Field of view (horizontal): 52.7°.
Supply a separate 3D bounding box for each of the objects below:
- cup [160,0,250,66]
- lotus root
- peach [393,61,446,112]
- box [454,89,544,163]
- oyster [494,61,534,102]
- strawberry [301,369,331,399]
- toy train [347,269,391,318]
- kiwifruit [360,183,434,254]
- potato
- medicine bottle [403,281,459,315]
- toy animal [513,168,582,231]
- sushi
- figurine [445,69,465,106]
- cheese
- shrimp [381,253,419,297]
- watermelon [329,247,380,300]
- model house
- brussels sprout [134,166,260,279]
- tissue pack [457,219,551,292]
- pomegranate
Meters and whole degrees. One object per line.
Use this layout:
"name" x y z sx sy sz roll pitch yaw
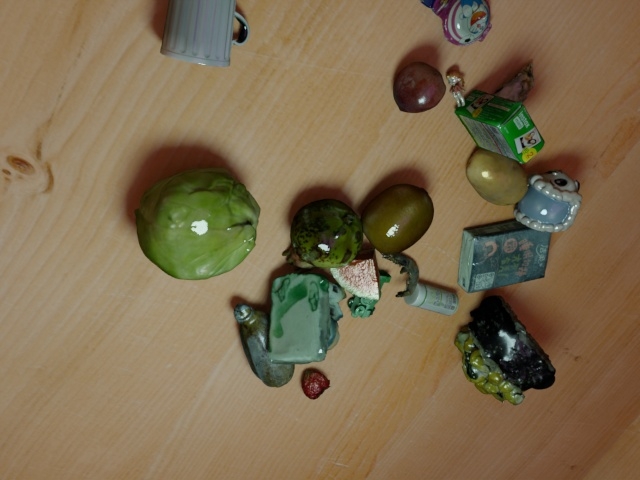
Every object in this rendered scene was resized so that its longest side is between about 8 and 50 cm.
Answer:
"cup" -0.277 -0.534 1.552 0.167 0.221 0.202 16 110 8
"lotus root" -0.172 0.315 2.021 0.140 0.158 0.322 -27 116 -19
"peach" 0.278 -0.419 1.828 0.152 0.152 0.152 -9 119 -17
"box" 0.524 -0.335 1.899 0.103 0.250 0.180 -46 123 -2
"oyster" 0.596 -0.467 1.981 0.122 0.045 0.146 -11 127 -20
"strawberry" -0.023 0.491 2.212 0.106 0.106 0.106 -9 119 -17
"toy train" 0.157 0.176 2.132 0.105 0.071 0.178 6 113 -36
"kiwifruit" 0.237 -0.071 1.961 0.234 0.196 0.196 -42 124 -2
"potato" 0.569 -0.206 2.062 0.234 0.146 0.150 36 67 -32
"medicine bottle" 0.383 0.201 2.223 0.183 0.086 0.086 18 108 -28
"toy animal" 0.736 -0.136 2.123 0.156 0.208 0.204 6 116 -17
"sushi" 0.615 0.393 2.285 0.285 0.328 0.329 -37 126 12
"figurine" 0.403 -0.450 1.907 0.047 0.064 0.109 -33 112 -31
"cheese" 0.384 -0.635 1.798 0.244 0.062 0.155 24 107 -30
"shrimp" 0.250 0.109 2.111 0.195 0.035 0.147 29 67 -29
"watermelon" 0.108 0.097 2.016 0.145 0.193 0.137 -9 144 7
"model house" 0.006 0.260 2.009 0.194 0.267 0.325 -8 160 29
"brussels sprout" -0.331 -0.050 1.717 0.328 0.247 0.328 -22 133 -25
"tissue pack" 0.640 0.051 2.239 0.316 0.103 0.227 -10 121 -16
"pomegranate" 0.002 0.013 1.899 0.222 0.204 0.276 22 107 -31
